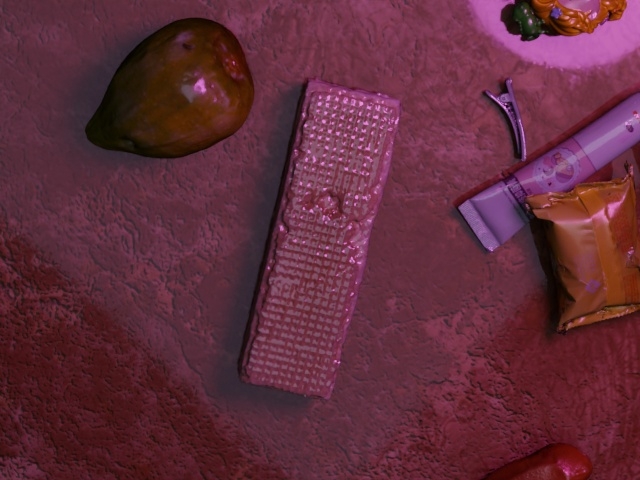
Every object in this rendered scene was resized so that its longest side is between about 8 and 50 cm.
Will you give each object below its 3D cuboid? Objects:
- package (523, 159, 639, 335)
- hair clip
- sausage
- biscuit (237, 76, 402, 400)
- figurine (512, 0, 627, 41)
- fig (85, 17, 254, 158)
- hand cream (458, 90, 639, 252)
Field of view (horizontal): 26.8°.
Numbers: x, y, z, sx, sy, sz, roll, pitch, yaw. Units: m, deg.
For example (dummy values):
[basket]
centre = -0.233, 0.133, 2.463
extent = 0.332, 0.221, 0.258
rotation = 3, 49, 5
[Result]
[package]
centre = 0.377, 0.013, 1.829
extent = 0.168, 0.090, 0.226
rotation = -16, 109, -3
[hair clip]
centre = 0.258, -0.162, 1.832
extent = 0.039, 0.030, 0.115
rotation = -15, 97, 19
[sausage]
centre = 0.295, 0.344, 1.883
extent = 0.179, 0.089, 0.089
rotation = -33, 99, 12
[biscuit]
centre = 0.000, 0.000, 1.817
extent = 0.144, 0.078, 0.425
rotation = 12, 99, -6
[figurine]
centre = 0.339, -0.307, 1.791
extent = 0.156, 0.094, 0.115
rotation = -32, 138, 6
[fig]
centre = -0.199, -0.186, 1.739
extent = 0.234, 0.167, 0.167
rotation = -26, 99, -6
[hand cream]
centre = 0.344, -0.109, 1.835
extent = 0.331, 0.058, 0.085
rotation = -34, 113, 8
